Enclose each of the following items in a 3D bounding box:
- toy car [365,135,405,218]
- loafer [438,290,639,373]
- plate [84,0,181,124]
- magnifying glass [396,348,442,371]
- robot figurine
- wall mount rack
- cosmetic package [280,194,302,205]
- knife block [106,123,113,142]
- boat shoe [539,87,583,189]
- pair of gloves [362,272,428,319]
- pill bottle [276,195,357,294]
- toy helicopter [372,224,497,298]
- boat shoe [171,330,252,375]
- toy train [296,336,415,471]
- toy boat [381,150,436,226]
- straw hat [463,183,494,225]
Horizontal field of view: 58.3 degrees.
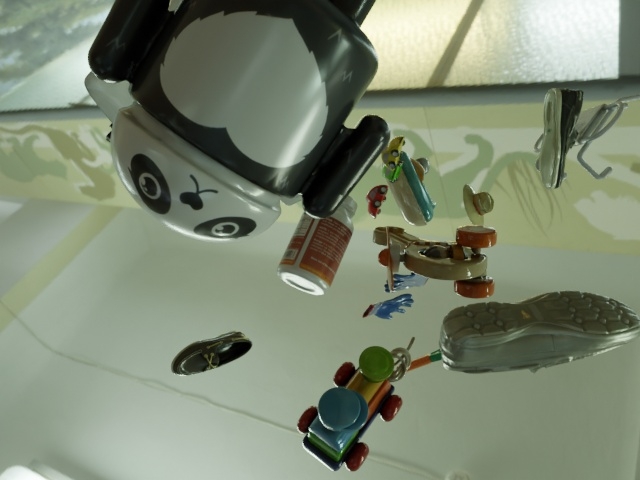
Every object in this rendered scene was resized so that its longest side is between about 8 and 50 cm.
[{"bbox_3d":[0.190,-0.192,1.629,0.053,0.238,0.225,22,-162,11],"label":"toy car"},{"bbox_3d":[0.347,0.153,0.920,0.320,0.111,0.112,-3,-143,-2],"label":"loafer"},{"bbox_3d":[-0.222,-0.250,0.982,0.045,0.277,0.278,23,-115,32],"label":"plate"},{"bbox_3d":[0.297,0.283,1.430,0.231,0.026,0.092,-28,178,19],"label":"magnifying glass"},{"bbox_3d":[-0.061,-0.130,0.496,0.209,0.174,0.278,38,-82,24],"label":"robot figurine"},{"bbox_3d":[0.708,-0.285,1.449,0.304,0.131,0.350,-51,-173,-2],"label":"wall mount rack"},{"bbox_3d":[-0.065,-0.220,1.575,0.117,0.085,0.230,-23,-136,34],"label":"cosmetic package"},{"bbox_3d":[-0.433,-0.326,1.546,0.242,0.088,0.275,-27,-170,25],"label":"knife block"},{"bbox_3d":[0.558,-0.231,1.323,0.079,0.232,0.084,-1,-165,-8],"label":"boat shoe"},{"bbox_3d":[0.198,0.136,1.442,0.159,0.198,0.023,-2,-134,-41],"label":"pair of gloves"},{"bbox_3d":[0.000,0.000,1.248,0.121,0.121,0.216,10,-114,35],"label":"pill bottle"},{"bbox_3d":[0.205,0.026,1.269,0.235,0.140,0.355,-8,-164,-22],"label":"toy helicopter"},{"bbox_3d":[-0.291,0.308,1.553,0.228,0.081,0.069,-21,-156,-38],"label":"boat shoe"},{"bbox_3d":[0.074,0.189,0.802,0.105,0.143,0.248,33,-122,18],"label":"toy train"},{"bbox_3d":[0.305,-0.201,1.909,0.148,0.267,0.318,-24,-163,13],"label":"toy boat"},{"bbox_3d":[0.483,-0.112,1.713,0.061,0.144,0.144,-20,-146,35],"label":"straw hat"}]
